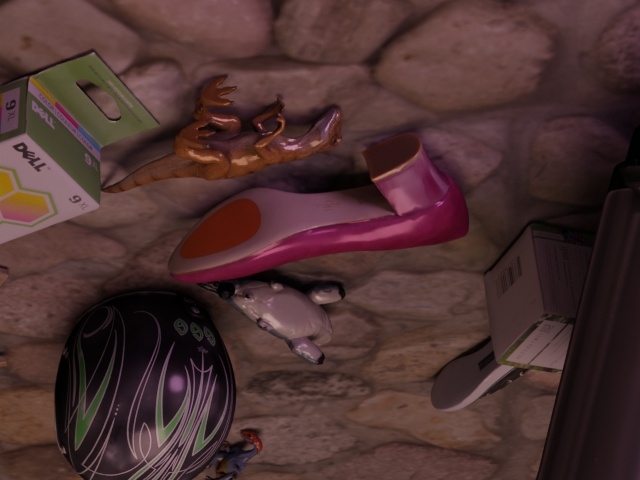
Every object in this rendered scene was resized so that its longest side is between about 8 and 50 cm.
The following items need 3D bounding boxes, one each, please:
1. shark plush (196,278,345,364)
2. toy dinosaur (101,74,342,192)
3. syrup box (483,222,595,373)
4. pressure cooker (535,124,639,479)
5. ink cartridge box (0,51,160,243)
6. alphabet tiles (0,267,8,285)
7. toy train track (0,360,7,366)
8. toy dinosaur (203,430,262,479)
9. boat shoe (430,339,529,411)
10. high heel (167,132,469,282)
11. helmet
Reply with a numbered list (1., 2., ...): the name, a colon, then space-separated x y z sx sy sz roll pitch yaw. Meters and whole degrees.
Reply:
1. shark plush: -0.054 0.067 1.646 0.161 0.073 0.067 12 173 -31
2. toy dinosaur: -0.087 -0.065 1.436 0.211 0.064 0.112 -10 147 7
3. syrup box: 0.275 0.065 1.647 0.236 0.096 0.093 9 145 -21
4. pressure cooker: 0.372 0.071 1.403 0.375 0.420 0.370 15 174 -11
5. ink cartridge box: -0.238 -0.060 1.423 0.209 0.062 0.109 -18 143 17
6. alphabet tiles: -0.456 0.029 1.569 0.342 0.011 0.285 17 140 -29
7. toy train track: -0.316 0.121 1.722 0.048 0.014 0.083 -8 152 -9
8. toy dinosaur: -0.090 0.220 1.894 0.082 0.047 0.090 -28 174 16
9. boat shoe: 0.164 0.126 1.765 0.040 0.049 0.142 21 135 -34
10. high heel: 0.000 0.000 1.530 0.244 0.082 0.117 -27 132 9
11. helmet: -0.155 0.144 1.645 0.169 0.162 0.169 -4 146 -2
